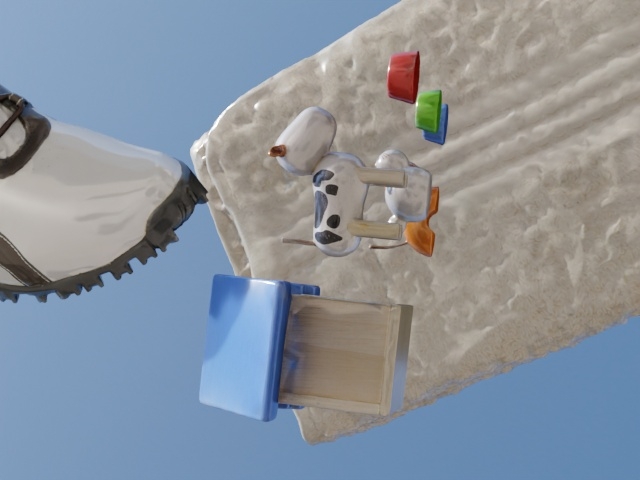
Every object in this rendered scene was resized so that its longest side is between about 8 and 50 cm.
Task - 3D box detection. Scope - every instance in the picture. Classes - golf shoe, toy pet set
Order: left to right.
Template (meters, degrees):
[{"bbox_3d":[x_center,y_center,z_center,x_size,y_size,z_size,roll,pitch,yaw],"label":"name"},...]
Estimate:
[{"bbox_3d":[-0.141,-0.035,0.477,0.198,0.094,0.077,6,-136,23],"label":"golf shoe"},{"bbox_3d":[0.000,0.000,0.408,0.065,0.122,0.114,6,-92,11],"label":"toy pet set"}]

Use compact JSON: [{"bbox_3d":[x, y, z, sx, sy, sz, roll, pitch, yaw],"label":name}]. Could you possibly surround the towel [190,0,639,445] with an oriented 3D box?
[{"bbox_3d":[0.073,-0.028,0.599,0.282,0.049,0.187,-25,-99,28],"label":"towel"}]
